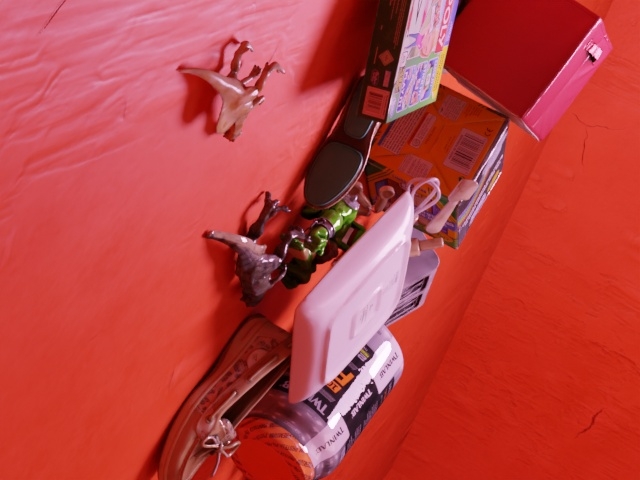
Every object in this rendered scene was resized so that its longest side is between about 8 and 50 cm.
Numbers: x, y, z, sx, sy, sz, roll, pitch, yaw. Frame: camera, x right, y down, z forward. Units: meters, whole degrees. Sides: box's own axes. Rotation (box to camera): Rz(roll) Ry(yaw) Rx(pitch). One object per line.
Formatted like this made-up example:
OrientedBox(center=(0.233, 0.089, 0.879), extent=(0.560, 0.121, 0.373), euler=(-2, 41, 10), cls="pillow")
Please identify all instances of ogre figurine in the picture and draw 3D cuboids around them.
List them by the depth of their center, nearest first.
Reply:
OrientedBox(center=(0.000, 0.000, 1.665), extent=(0.118, 0.097, 0.197), euler=(-46, 155, -25), cls="ogre figurine")

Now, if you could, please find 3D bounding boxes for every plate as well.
OrientedBox(center=(0.055, 0.097, 1.730), extent=(0.278, 0.045, 0.277), euler=(-46, 157, -30), cls="plate")

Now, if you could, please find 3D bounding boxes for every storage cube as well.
OrientedBox(center=(0.320, -0.301, 1.826), extent=(0.193, 0.215, 0.183), euler=(-54, 160, 7), cls="storage cube")

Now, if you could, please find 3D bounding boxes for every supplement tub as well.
OrientedBox(center=(-0.009, 0.269, 1.946), extent=(0.316, 0.193, 0.194), euler=(-49, 162, -41), cls="supplement tub")

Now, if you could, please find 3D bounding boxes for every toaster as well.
OrientedBox(center=(0.116, 0.072, 2.076), extent=(0.185, 0.110, 0.168), euler=(-29, 158, -19), cls="toaster")

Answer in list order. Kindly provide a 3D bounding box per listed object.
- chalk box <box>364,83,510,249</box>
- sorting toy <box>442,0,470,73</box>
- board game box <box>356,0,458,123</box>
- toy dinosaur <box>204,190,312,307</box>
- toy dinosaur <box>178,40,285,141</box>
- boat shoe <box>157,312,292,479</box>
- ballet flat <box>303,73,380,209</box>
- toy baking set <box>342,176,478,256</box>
OrientedBox(center=(0.196, -0.118, 1.950), extent=(0.180, 0.179, 0.289), euler=(-58, 166, -14), cls="chalk box")
OrientedBox(center=(0.243, -0.402, 1.842), extent=(0.229, 0.041, 0.307), euler=(-61, 166, -2), cls="sorting toy")
OrientedBox(center=(0.133, -0.323, 1.495), extent=(0.213, 0.046, 0.317), euler=(-31, 136, -62), cls="board game box")
OrientedBox(center=(-0.077, 0.010, 1.501), extent=(0.118, 0.064, 0.268), euler=(-50, 160, -14), cls="toy dinosaur")
OrientedBox(center=(-0.084, -0.153, 1.177), extent=(0.093, 0.053, 0.183), euler=(-57, 165, -11), cls="toy dinosaur")
OrientedBox(center=(-0.133, 0.240, 1.670), extent=(0.285, 0.089, 0.104), euler=(-57, 165, -15), cls="boat shoe")
OrientedBox(center=(0.042, -0.135, 1.611), extent=(0.206, 0.073, 0.067), euler=(-60, 174, 5), cls="ballet flat")
OrientedBox(center=(0.119, -0.030, 1.781), extent=(0.197, 0.256, 0.030), euler=(75, 12, -55), cls="toy baking set")
